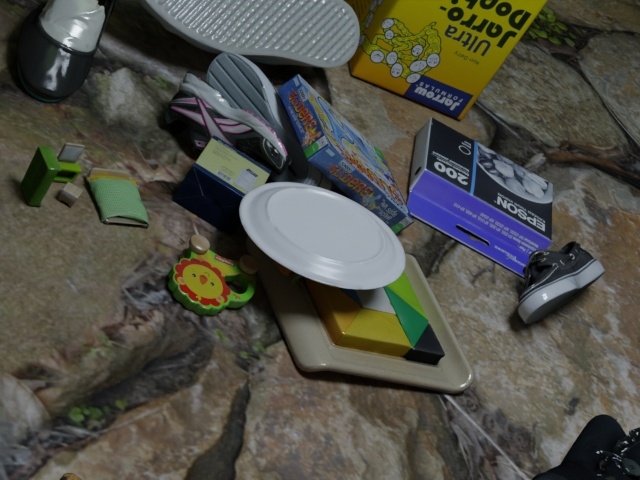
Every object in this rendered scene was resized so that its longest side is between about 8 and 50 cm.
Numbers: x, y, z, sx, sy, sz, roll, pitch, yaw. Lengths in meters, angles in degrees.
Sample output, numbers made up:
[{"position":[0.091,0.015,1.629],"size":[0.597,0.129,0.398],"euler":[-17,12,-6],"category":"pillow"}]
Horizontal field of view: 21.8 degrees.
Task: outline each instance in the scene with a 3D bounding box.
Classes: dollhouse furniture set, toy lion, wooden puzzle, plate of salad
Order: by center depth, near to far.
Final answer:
[{"position":[-0.248,-0.066,1.812],"size":[0.152,0.058,0.076],"euler":[6,42,-37],"category":"dollhouse furniture set"},{"position":[-0.118,0.046,1.814],"size":[0.100,0.034,0.096],"euler":[22,41,-20],"category":"toy lion"},{"position":[0.000,0.000,1.878],"size":[0.200,0.048,0.200],"euler":[16,31,-10],"category":"plate of salad"},{"position":[0.049,0.074,1.913],"size":[0.239,0.044,0.221],"euler":[9,40,-34],"category":"wooden puzzle"}]

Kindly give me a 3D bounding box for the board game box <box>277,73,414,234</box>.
[{"position":[0.032,-0.105,2.070],"size":[0.201,0.035,0.136],"euler":[39,21,-46],"category":"board game box"}]

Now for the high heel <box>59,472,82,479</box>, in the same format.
[{"position":[-0.151,0.254,1.354],"size":[0.093,0.186,0.261],"euler":[11,39,-33],"category":"high heel"}]

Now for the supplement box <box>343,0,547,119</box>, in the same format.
[{"position":[0.201,-0.386,2.368],"size":[0.194,0.356,0.195],"euler":[20,35,-21],"category":"supplement box"}]

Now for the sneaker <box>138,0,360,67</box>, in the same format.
[{"position":[-0.125,-0.297,2.180],"size":[0.366,0.135,0.150],"euler":[18,-8,-42],"category":"sneaker"}]

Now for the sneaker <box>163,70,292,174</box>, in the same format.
[{"position":[-0.114,-0.123,2.000],"size":[0.178,0.077,0.072],"euler":[35,-6,24],"category":"sneaker"}]

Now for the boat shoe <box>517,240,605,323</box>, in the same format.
[{"position":[0.298,0.044,2.139],"size":[0.076,0.080,0.228],"euler":[52,32,10],"category":"boat shoe"}]

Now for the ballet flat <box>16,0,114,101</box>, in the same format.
[{"position":[-0.300,-0.275,2.008],"size":[0.095,0.096,0.280],"euler":[27,33,-13],"category":"ballet flat"}]

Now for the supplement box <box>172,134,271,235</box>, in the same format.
[{"position":[-0.114,-0.065,1.935],"size":[0.083,0.056,0.083],"euler":[33,32,-4],"category":"supplement box"}]

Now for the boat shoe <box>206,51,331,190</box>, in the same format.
[{"position":[-0.066,-0.137,2.075],"size":[0.226,0.083,0.076],"euler":[59,17,24],"category":"boat shoe"}]

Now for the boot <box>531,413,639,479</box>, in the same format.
[{"position":[0.359,0.308,1.835],"size":[0.246,0.094,0.207],"euler":[39,35,18],"category":"boot"}]

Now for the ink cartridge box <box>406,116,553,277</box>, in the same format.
[{"position":[0.219,-0.058,2.246],"size":[0.206,0.045,0.208],"euler":[28,33,-11],"category":"ink cartridge box"}]
